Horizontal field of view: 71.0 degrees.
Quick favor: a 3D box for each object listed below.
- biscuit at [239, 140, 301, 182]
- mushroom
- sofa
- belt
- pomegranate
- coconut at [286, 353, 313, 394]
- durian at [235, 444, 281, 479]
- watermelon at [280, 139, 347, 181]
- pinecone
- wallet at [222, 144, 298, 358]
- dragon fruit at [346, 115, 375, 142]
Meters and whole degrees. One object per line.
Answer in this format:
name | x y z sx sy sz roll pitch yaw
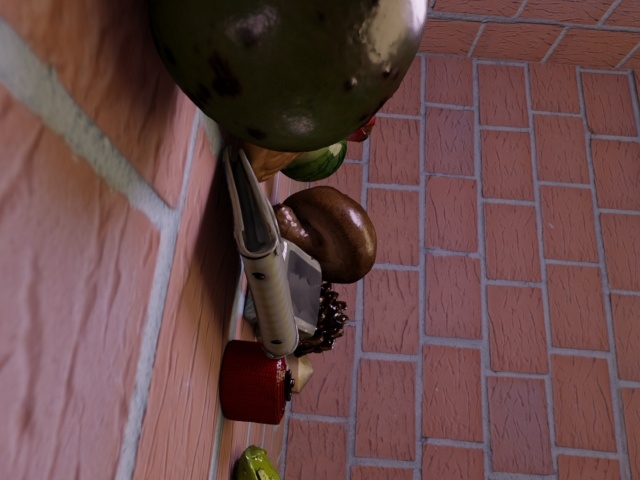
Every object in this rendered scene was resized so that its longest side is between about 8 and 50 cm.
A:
biscuit | 0.015 -0.238 0.733 0.365 0.062 0.385 -46 -177 -24
mushroom | 0.017 -0.015 1.315 0.239 0.345 0.345 -43 173 -7
sofa | -0.118 0.117 1.046 0.225 0.175 0.210 38 51 -54
belt | -0.109 0.266 0.831 0.201 0.124 0.128 93 4 -50
pomegranate | -0.042 -0.181 0.338 0.306 0.242 0.243 -44 143 -58
coconut | -0.097 0.389 1.359 0.147 0.152 0.147 -174 -90 -88
durian | -0.144 0.540 1.000 0.139 0.101 0.250 56 -16 22
watermelon | -0.039 -0.239 1.132 0.188 0.214 0.188 -2 93 -48
pinecone | -0.051 0.212 1.305 0.243 0.257 0.244 -37 -153 23
wallet | -0.093 0.027 0.700 0.310 0.077 0.223 88 -12 -53
dragon fruit | 0.029 -0.516 1.580 0.371 0.248 0.387 -125 -162 -47
